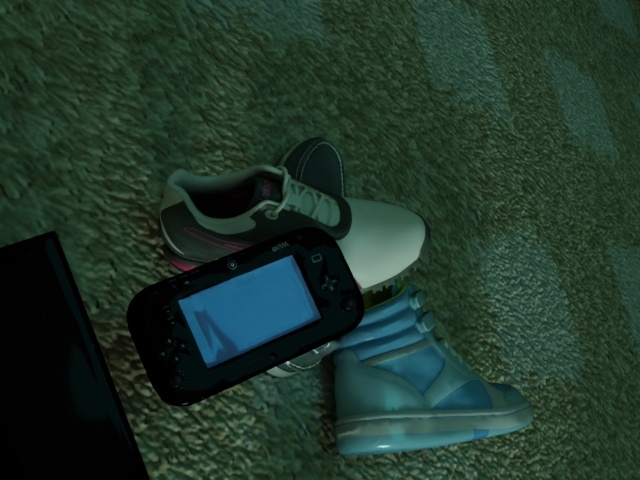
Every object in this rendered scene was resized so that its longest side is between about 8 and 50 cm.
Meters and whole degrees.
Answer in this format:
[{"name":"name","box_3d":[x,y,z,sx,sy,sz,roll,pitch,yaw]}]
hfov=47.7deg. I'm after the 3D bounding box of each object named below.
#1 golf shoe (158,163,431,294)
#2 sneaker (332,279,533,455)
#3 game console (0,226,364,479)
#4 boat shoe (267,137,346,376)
[{"name":"golf shoe","box_3d":[-0.022,-0.012,0.707,0.273,0.120,0.105,0,57,-2]},{"name":"sneaker","box_3d":[0.139,0.143,0.885,0.319,0.127,0.208,8,66,-44]},{"name":"game console","box_3d":[-0.135,0.074,0.593,0.362,0.044,0.213,-21,91,-24]},{"name":"boat shoe","box_3d":[0.000,0.000,0.833,0.116,0.099,0.319,33,49,-30]}]
